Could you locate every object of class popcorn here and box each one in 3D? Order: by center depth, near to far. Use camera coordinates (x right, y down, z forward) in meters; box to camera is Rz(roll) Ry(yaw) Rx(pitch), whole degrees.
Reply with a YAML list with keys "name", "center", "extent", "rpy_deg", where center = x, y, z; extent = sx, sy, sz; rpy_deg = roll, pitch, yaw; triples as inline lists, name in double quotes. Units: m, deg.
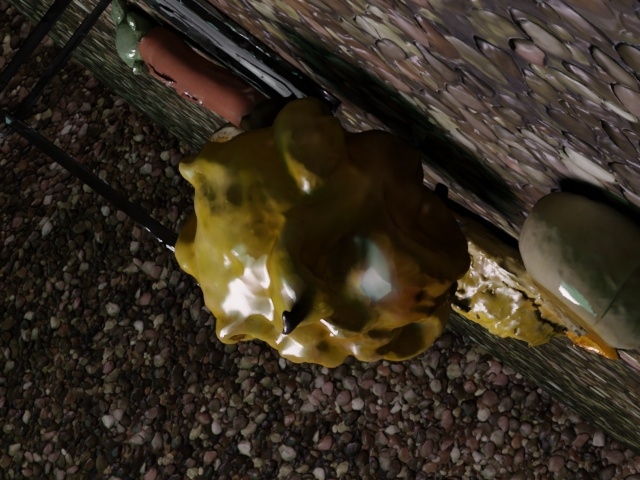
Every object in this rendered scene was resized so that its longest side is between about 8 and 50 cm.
- name: "popcorn"
  center: [0.000, 0.000, 1.332]
  extent: [0.316, 0.281, 0.297]
  rpy_deg: [8, 130, 10]

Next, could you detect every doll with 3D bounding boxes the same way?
- name: "doll"
  center: [-0.283, -0.320, 1.948]
  extent: [0.150, 0.078, 0.115]
  rpy_deg: [-129, 27, -58]

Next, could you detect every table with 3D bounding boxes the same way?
- name: "table"
  center: [-0.196, -0.147, 1.551]
  extent: [0.335, 0.272, 0.222]
  rpy_deg: [37, 176, -3]

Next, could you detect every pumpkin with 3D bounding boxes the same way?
- name: "pumpkin"
  center: [0.366, 0.135, 1.755]
  extent: [0.101, 0.035, 0.073]
  rpy_deg: [39, 174, -4]

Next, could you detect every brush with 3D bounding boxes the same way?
- name: "brush"
  center: [0.099, -0.107, 1.311]
  extent: [0.016, 0.013, 0.083]
  rpy_deg: [38, 175, 5]

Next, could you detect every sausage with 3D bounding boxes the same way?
- name: "sausage"
  center: [-0.144, -0.214, 1.821]
  extent: [0.304, 0.078, 0.078]
  rpy_deg: [34, 176, 21]

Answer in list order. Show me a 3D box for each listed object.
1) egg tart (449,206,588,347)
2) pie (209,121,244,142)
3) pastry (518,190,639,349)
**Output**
- name: "egg tart"
  center: [0.210, 0.056, 1.638]
  extent: [0.291, 0.107, 0.291]
  rpy_deg: [36, 176, 3]
- name: "pie"
  center: [-0.033, -0.109, 2.084]
  extent: [0.315, 0.092, 0.315]
  rpy_deg: [31, 175, 3]
- name: "pastry"
  center: [0.234, 0.024, 1.082]
  extent: [0.156, 0.092, 0.156]
  rpy_deg: [44, 179, 1]
